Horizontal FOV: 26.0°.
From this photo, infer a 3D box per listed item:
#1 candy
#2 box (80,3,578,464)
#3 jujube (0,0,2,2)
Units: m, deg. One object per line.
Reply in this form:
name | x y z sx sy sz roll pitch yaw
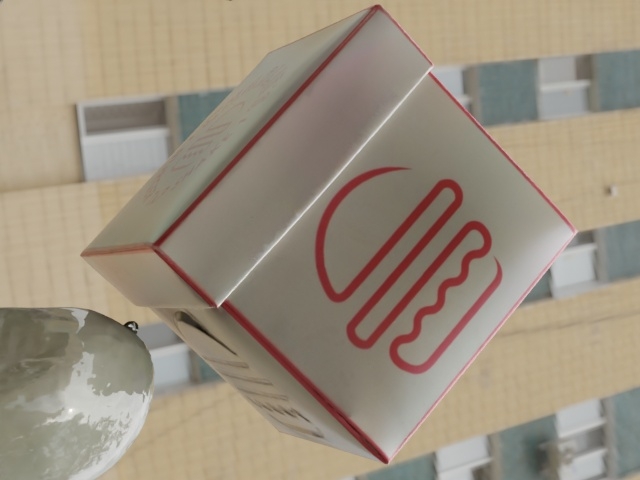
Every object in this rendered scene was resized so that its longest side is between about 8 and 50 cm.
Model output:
candy | -0.367 0.194 1.257 0.427 0.386 0.186 -40 -127 46
box | 0.000 0.000 1.357 0.300 0.312 0.314 46 -16 -14
jujube | -0.328 -0.340 1.091 0.258 0.258 0.376 55 -24 28
